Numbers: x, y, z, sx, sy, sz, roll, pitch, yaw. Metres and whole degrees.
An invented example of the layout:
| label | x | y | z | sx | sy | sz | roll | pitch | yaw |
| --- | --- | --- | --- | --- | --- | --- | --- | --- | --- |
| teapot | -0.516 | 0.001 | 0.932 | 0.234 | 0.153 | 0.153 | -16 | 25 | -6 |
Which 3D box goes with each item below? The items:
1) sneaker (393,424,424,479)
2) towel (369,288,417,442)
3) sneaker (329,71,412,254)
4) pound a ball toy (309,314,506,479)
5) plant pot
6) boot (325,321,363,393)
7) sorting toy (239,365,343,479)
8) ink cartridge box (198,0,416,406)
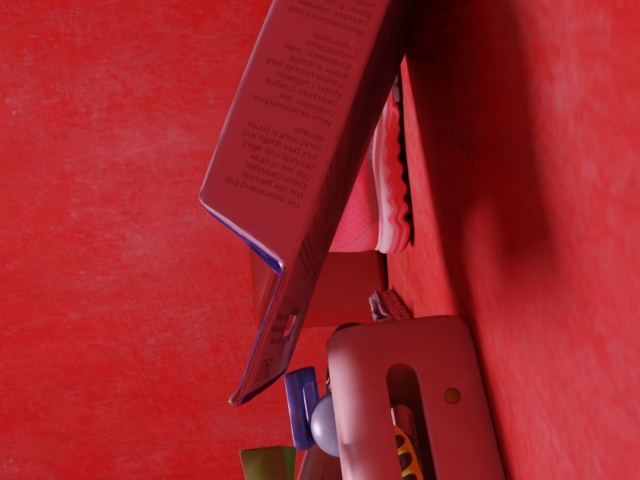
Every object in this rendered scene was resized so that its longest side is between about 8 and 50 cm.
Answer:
| label | x | y | z | sx | sy | sz | roll | pitch | yaw |
| --- | --- | --- | --- | --- | --- | --- | --- | --- | --- |
| sneaker | 0.122 | 0.362 | 0.844 | 0.123 | 0.110 | 0.295 | 17 | -121 | -61 |
| towel | 0.122 | 0.249 | 1.124 | 0.332 | 0.054 | 0.316 | -58 | -40 | -87 |
| sneaker | 0.023 | -0.123 | 0.812 | 0.116 | 0.136 | 0.313 | -99 | 1 | -72 |
| pound a ball toy | 0.071 | 0.247 | 0.556 | 0.208 | 0.136 | 0.319 | 81 | -178 | -61 |
| plant pot | 0.000 | 0.000 | 1.394 | 0.235 | 0.267 | 0.267 | 101 | 164 | -58 |
| boot | 0.052 | 0.234 | 1.017 | 0.178 | 0.085 | 0.236 | 76 | -169 | -84 |
| sorting toy | -0.008 | 0.280 | 0.590 | 0.196 | 0.047 | 0.347 | -43 | -58 | -75 |
| ink cartridge box | -0.007 | -0.062 | 0.520 | 0.324 | 0.072 | 0.330 | 81 | -149 | -82 |
